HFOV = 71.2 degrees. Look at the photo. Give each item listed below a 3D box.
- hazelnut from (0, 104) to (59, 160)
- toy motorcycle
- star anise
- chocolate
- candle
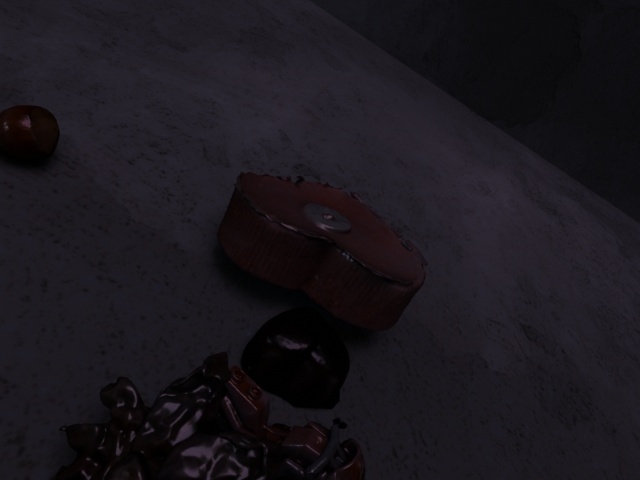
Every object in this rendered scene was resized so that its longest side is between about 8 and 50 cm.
[{"bbox_3d":[-0.406,-0.146,0.616,0.086,0.086,0.086,21,41,-19],"label":"hazelnut"},{"bbox_3d":[-0.035,0.217,0.479,0.212,0.118,0.084,42,29,7],"label":"toy motorcycle"},{"bbox_3d":[-0.137,0.216,0.383,0.215,0.099,0.219,-15,63,-11],"label":"star anise"},{"bbox_3d":[-0.016,0.146,0.599,0.149,0.080,0.125,30,39,-5],"label":"chocolate"},{"bbox_3d":[0.000,0.000,0.727,0.317,0.131,0.287,27,27,-8],"label":"candle"}]
